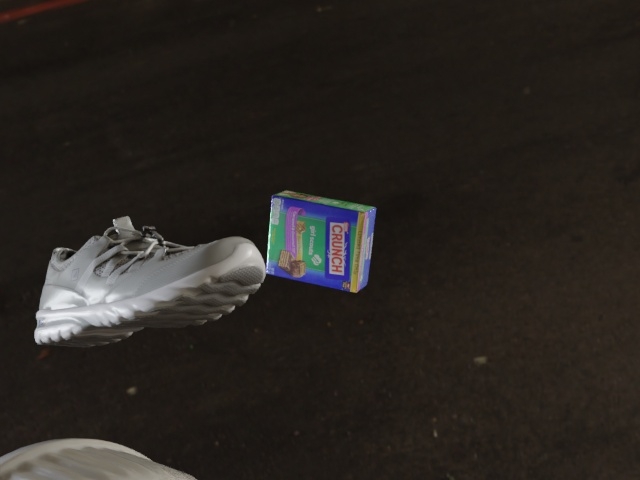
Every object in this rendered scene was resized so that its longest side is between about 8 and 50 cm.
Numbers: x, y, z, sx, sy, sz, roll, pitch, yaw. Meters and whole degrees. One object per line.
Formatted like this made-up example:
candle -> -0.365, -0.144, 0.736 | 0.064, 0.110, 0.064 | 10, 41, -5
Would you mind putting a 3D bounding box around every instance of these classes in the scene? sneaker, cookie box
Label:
sneaker -> -0.176, 0.027, 0.869 | 0.281, 0.115, 0.105 | -14, -14, 32
cookie box -> 0.000, 0.000, 0.996 | 0.107, 0.092, 0.040 | 11, 17, 18

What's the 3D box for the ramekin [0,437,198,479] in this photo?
ramekin -> -0.126, 0.221, 0.530 | 0.109, 0.207, 0.207 | -7, 27, 45
